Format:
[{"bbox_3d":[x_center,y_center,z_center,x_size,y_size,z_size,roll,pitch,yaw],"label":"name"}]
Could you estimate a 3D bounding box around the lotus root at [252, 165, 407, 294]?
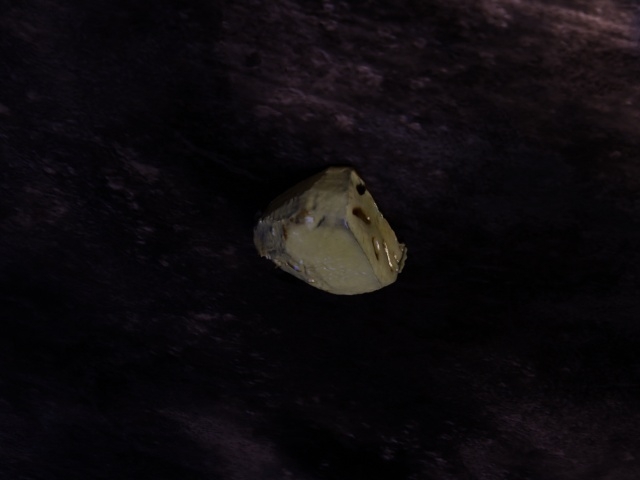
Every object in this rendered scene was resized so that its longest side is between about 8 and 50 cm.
[{"bbox_3d":[0.000,0.004,1.210,0.144,0.070,0.143,-12,137,34],"label":"lotus root"}]
